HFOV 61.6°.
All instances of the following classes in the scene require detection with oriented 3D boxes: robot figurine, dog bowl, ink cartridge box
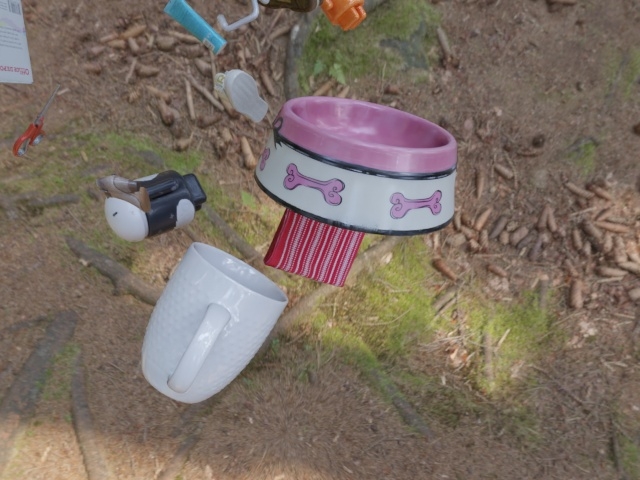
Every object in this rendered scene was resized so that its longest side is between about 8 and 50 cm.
[{"bbox_3d":[-0.474,-0.105,1.544,0.278,0.209,0.174,-24,43,-33],"label":"robot figurine"},{"bbox_3d":[0.082,-0.166,1.056,0.409,0.150,0.408,10,25,-5],"label":"dog bowl"},{"bbox_3d":[-0.538,-0.341,0.859,0.073,0.127,0.174,-2,104,-1],"label":"ink cartridge box"},{"bbox_3d":[0.052,-0.776,1.700,0.158,0.128,0.219,-35,93,-7],"label":"robot figurine"}]

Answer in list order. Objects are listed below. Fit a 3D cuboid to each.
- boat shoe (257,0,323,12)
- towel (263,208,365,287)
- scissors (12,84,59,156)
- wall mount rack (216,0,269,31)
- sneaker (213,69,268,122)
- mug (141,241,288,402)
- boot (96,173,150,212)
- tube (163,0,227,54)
[{"bbox_3d":[-0.087,-0.640,1.361,0.258,0.095,0.095,32,59,27],"label":"boat shoe"},{"bbox_3d":[0.000,0.000,1.305,0.031,0.275,0.198,26,94,47],"label":"towel"},{"bbox_3d":[-0.781,-0.320,1.474,0.021,0.297,0.109,49,49,-9],"label":"scissors"},{"bbox_3d":[-0.235,-0.601,1.054,0.131,0.350,0.303,-18,79,16],"label":"wall mount rack"},{"bbox_3d":[-0.281,-0.477,1.688,0.169,0.292,0.108,36,88,11],"label":"sneaker"},{"bbox_3d":[-0.274,0.219,1.267,0.276,0.374,0.327,31,93,-9],"label":"mug"},{"bbox_3d":[-0.419,-0.099,1.141,0.087,0.118,0.042,3,57,2],"label":"boot"},{"bbox_3d":[-0.384,-0.662,1.654,0.207,0.080,0.052,41,33,-12],"label":"tube"}]
